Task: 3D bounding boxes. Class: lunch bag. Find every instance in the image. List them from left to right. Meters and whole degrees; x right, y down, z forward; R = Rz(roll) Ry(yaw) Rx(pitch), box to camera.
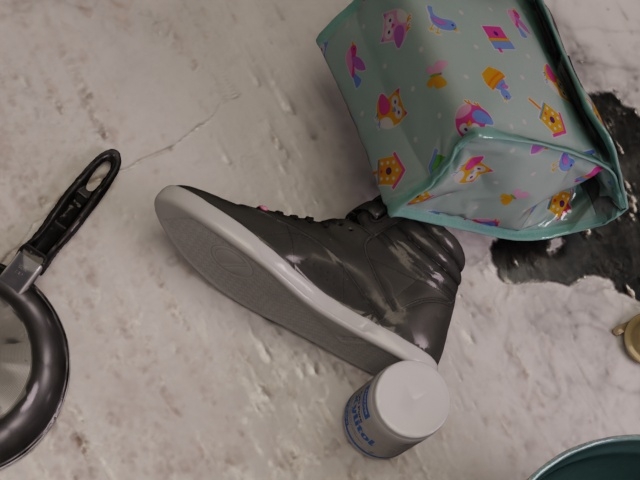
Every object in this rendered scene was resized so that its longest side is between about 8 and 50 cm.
[{"bbox_3d":[0.160,-0.125,1.471,0.262,0.160,0.223,7,51,-38],"label":"lunch bag"}]

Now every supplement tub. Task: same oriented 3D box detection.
[{"bbox_3d":[0.065,0.148,1.403,0.071,0.107,0.071,4,71,-13],"label":"supplement tub"}]

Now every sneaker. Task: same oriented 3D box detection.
[{"bbox_3d":[0.000,0.000,1.444,0.295,0.104,0.147,31,65,-9],"label":"sneaker"}]

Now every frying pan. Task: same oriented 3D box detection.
[{"bbox_3d":[-0.258,0.070,1.382,0.326,0.053,0.197,-32,83,-19],"label":"frying pan"}]

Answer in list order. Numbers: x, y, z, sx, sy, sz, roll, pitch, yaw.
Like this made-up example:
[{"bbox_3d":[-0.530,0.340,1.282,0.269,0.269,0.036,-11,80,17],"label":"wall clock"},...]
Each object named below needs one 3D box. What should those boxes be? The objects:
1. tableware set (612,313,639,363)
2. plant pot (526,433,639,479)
[{"bbox_3d":[0.367,0.105,1.525,0.141,0.020,0.169,-30,74,-12],"label":"tableware set"},{"bbox_3d":[0.239,0.325,1.342,0.293,0.196,0.293,4,71,-12],"label":"plant pot"}]
